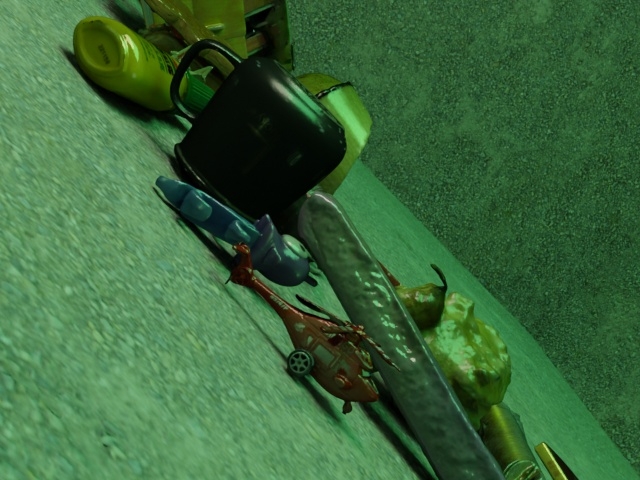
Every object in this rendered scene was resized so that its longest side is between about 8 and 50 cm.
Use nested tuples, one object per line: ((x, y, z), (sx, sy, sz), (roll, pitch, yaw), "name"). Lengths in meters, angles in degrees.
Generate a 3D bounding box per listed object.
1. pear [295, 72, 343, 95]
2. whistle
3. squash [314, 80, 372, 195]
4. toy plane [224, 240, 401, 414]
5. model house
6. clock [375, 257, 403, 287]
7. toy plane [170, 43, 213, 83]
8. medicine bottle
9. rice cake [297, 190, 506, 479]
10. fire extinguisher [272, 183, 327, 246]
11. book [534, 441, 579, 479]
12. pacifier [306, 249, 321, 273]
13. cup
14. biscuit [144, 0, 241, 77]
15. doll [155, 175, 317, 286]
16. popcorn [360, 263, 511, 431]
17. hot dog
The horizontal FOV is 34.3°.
((-0.025, -0.222, 1.989), (0.197, 0.197, 0.197), (46, 9, -9), "pear")
((0.253, 0.284, 1.409), (0.057, 0.068, 0.326), (60, 6, -4), "whistle")
((-0.001, -0.131, 1.536), (0.133, 0.220, 0.220), (46, 8, 2), "squash")
((-0.019, 0.083, 0.985), (0.194, 0.077, 0.126), (38, 6, -9), "toy plane")
((-0.269, -0.406, 1.840), (0.323, 0.340, 0.300), (-43, 132, -57), "model house")
((0.095, 0.079, 1.613), (0.205, 0.051, 0.205), (46, 7, -7), "clock")
((-0.215, -0.243, 1.516), (0.111, 0.102, 0.040), (12, -19, 7), "toy plane")
((-0.211, -0.204, 1.328), (0.111, 0.076, 0.309), (51, 8, 14), "medicine bottle")
((0.084, 0.121, 1.106), (0.399, 0.064, 0.070), (60, 2, 9), "rice cake")
((-0.060, -0.068, 1.369), (0.269, 0.105, 0.105), (50, 9, 15), "fire extinguisher")
((0.408, 0.453, 1.331), (0.262, 0.028, 0.374), (46, 13, -49), "book")
((0.000, 0.000, 1.433), (0.099, 0.078, 0.081), (41, 31, -40), "pacifier")
((-0.092, -0.133, 1.244), (0.223, 0.176, 0.169), (42, 11, -10), "cup")
((-0.196, -0.317, 1.603), (0.240, 0.035, 0.158), (37, 14, -38), "biscuit")
((-0.085, -0.008, 1.094), (0.206, 0.067, 0.110), (33, 3, -17), "doll")
((0.136, 0.128, 1.221), (0.195, 0.173, 0.168), (51, 50, -7), "popcorn")
((-0.188, -0.252, 1.674), (0.269, 0.072, 0.109), (42, 12, -23), "hot dog")
